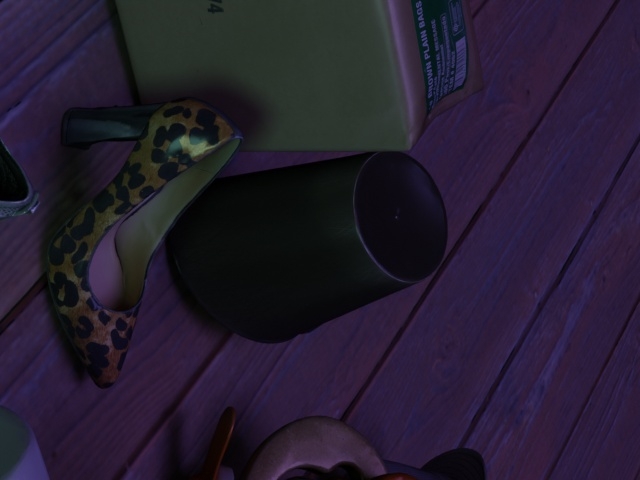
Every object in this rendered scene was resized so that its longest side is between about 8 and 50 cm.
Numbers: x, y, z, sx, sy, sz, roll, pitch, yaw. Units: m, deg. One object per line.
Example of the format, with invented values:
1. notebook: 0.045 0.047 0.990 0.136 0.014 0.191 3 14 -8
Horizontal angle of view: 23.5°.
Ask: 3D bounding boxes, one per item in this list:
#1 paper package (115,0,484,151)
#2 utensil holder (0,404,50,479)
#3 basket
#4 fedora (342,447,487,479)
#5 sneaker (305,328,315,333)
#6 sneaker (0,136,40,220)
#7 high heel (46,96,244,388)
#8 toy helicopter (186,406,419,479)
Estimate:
1. paper package: -0.034 -0.256 1.403 0.168 0.309 0.325 -39 124 -49
2. utensil holder: -0.291 0.340 1.030 0.327 0.327 0.386 -33 115 -52
3. basket: 0.000 0.000 1.494 0.204 0.226 0.154 41 54 -30
4. fedora: 0.071 0.341 1.717 0.124 0.243 0.276 26 63 -22
5. sneaker: -0.010 0.078 1.675 0.158 0.064 0.061 -20 108 -55
6. sneaker: -0.308 -0.115 1.163 0.281 0.115 0.105 53 49 -43
7. high heel: -0.146 0.006 1.352 0.093 0.186 0.261 -7 97 -57
8. toy helicopter: -0.067 0.325 1.503 0.235 0.140 0.355 39 68 -12
